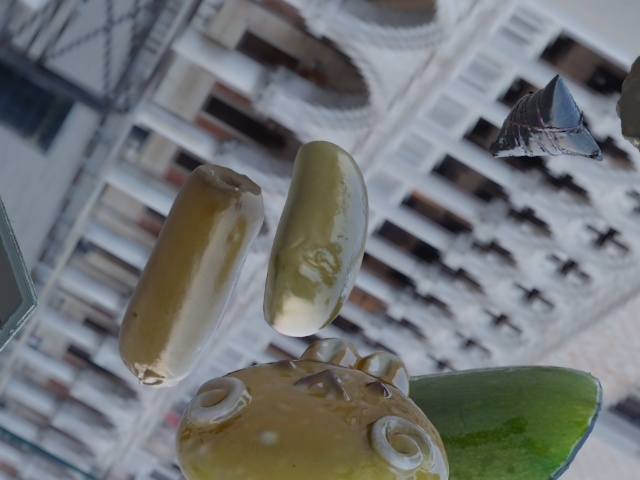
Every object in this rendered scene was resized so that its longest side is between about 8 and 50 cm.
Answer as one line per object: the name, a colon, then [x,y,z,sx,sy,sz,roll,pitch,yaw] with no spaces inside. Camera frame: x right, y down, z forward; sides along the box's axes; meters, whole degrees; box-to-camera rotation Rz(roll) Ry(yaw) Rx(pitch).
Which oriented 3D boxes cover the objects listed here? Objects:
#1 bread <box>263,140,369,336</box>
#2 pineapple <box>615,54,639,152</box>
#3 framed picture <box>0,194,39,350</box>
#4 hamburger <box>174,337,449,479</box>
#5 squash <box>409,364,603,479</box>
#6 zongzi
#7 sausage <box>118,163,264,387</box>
bread: [0.000,0.000,1.721,0.147,0.098,0.217,105,0,-54]
pineapple: [0.446,-0.102,1.615,0.169,0.340,0.169,-15,-113,39]
framed picture: [-0.381,0.043,1.634,0.019,0.232,0.296,-3,151,-41]
hamburger: [0.001,0.209,1.466,0.303,0.261,0.186,-25,127,-59]
squash: [0.237,0.264,2.061,0.309,0.210,0.233,-6,-142,29]
zongzi: [0.181,-0.082,1.205,0.067,0.073,0.083,-45,-175,-28]
sausage: [-0.191,0.066,2.243,0.116,0.134,0.354,-64,178,-72]
